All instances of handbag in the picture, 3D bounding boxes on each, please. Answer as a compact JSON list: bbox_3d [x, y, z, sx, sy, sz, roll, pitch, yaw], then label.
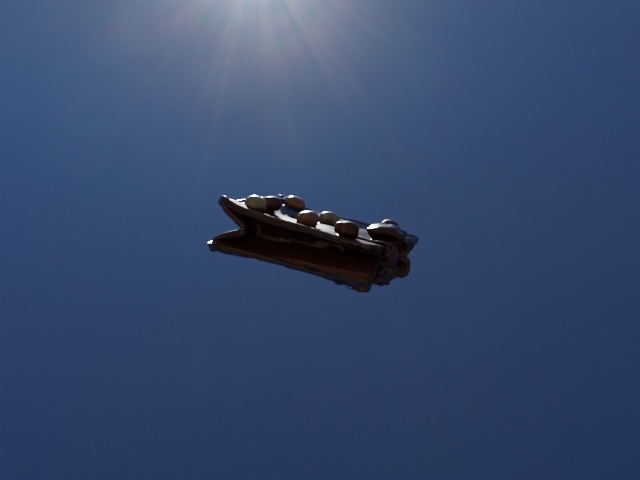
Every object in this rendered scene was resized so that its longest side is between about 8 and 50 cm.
[{"bbox_3d":[0.000,-0.003,0.868,0.216,0.203,0.074,13,-83,19],"label":"handbag"}]
